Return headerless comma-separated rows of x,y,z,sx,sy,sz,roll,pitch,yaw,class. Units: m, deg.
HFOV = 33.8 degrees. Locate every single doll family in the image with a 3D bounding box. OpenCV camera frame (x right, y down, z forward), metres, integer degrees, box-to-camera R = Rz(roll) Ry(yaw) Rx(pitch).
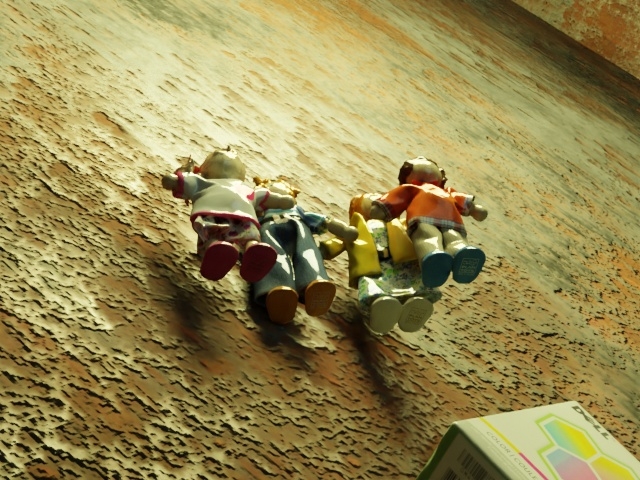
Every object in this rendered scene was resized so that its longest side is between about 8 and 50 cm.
0.000,0.000,0.855,0.263,0.118,0.163,3,36,-12,doll family

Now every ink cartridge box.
0.174,0.172,0.725,0.209,0.062,0.109,3,34,-46,ink cartridge box
